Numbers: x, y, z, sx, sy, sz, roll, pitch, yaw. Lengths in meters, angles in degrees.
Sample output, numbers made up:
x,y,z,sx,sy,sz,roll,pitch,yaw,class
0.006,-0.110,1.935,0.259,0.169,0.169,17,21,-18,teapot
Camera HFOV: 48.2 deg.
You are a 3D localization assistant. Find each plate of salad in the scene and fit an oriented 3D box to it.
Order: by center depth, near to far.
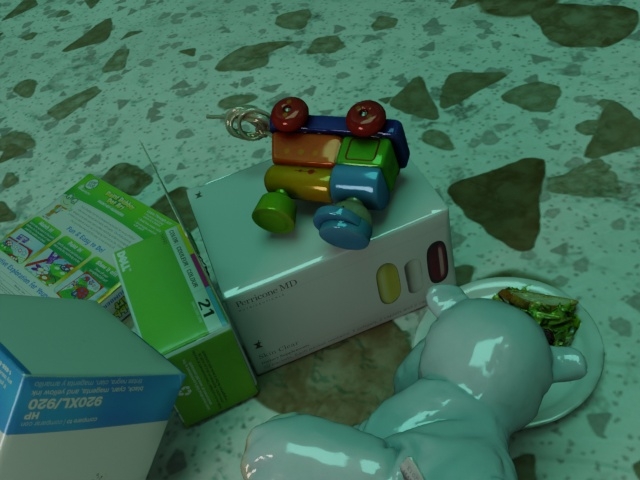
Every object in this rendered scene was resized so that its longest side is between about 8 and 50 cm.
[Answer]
x,y,z,sx,sy,sz,roll,pitch,yaw,class
0.198,0.108,0.767,0.199,0.048,0.200,-8,45,8,plate of salad

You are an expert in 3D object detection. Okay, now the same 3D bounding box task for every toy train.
x,y,z,sx,sy,sz,roll,pitch,yaw,class
-0.040,-0.071,0.777,0.247,0.105,0.143,7,61,22,toy train

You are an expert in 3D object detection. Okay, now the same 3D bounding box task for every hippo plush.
x,y,z,sx,sy,sz,roll,pitch,yaw,class
0.082,0.144,0.598,0.234,0.294,0.237,24,54,8,hippo plush

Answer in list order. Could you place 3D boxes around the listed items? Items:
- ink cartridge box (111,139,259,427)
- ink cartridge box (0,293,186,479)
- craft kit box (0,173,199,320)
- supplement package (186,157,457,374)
x,y,z,sx,sy,sz,roll,pitch,yaw,class
-0.169,0.049,0.782,0.097,0.255,0.189,-25,44,-9,ink cartridge box
-0.272,0.189,0.662,0.171,0.168,0.233,27,99,37,ink cartridge box
-0.340,0.031,0.996,0.249,0.061,0.246,27,61,35,craft kit box
0.000,0.000,0.862,0.261,0.145,0.204,-22,44,-6,supplement package
